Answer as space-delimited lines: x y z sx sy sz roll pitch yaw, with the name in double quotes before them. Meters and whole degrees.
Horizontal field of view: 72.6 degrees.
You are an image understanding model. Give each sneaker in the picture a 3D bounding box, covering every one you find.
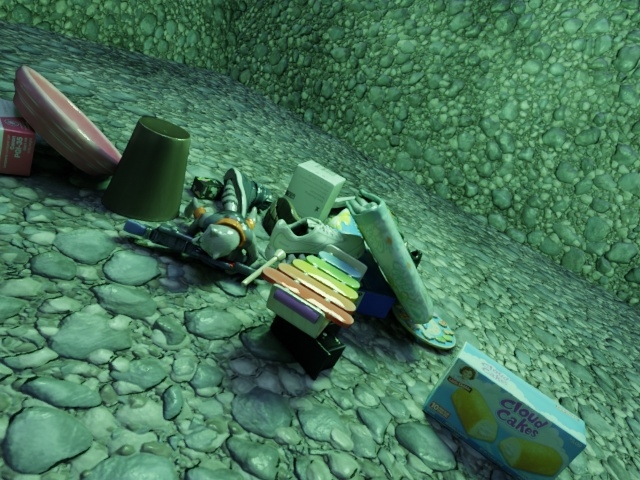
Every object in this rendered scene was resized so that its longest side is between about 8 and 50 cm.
"sneaker" -0.218 -0.112 1.369 0.163 0.086 0.226 31 36 -41
"sneaker" 0.092 -0.035 1.560 0.126 0.091 0.240 47 24 2
"sneaker" 0.000 0.000 1.161 0.292 0.118 0.110 -2 28 -29
"sneaker" 0.253 0.038 1.513 0.234 0.106 0.078 19 22 -16

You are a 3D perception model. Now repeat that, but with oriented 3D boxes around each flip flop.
"flip flop" -0.081 -0.035 1.341 0.277 0.112 0.080 42 1 39

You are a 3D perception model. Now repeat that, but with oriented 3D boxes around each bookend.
"bookend" 0.003 0.201 0.937 0.156 0.072 0.157 -1 35 -48

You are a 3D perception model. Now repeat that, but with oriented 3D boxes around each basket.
"basket" -0.429 -0.184 1.116 0.204 0.227 0.154 0 34 -45

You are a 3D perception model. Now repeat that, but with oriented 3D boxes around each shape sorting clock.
"shape sorting clock" 0.290 0.227 1.226 0.206 0.040 0.206 22 23 -10

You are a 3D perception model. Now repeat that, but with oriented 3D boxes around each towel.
"towel" 0.185 0.023 1.203 0.320 0.090 0.374 59 6 -11

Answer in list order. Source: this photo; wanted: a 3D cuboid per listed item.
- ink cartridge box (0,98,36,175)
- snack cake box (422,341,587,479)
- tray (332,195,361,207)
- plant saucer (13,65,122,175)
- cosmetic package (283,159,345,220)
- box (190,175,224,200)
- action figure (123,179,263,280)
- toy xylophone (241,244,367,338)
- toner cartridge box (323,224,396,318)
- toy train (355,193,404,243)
"ink cartridge box" -0.831 -0.256 0.985 0.283 0.117 0.207 2 33 -45
"snack cake box" 0.366 0.353 0.886 0.264 0.152 0.089 33 24 18
"tray" 0.071 -0.155 1.781 0.145 0.030 0.270 0 9 29
"plant saucer" -0.652 -0.288 1.131 0.332 0.084 0.332 48 -5 5
"cosmetic package" -0.030 -0.165 1.553 0.151 0.184 0.151 29 22 8
"box" -0.355 -0.164 1.379 0.083 0.052 0.062 0 33 -49
"action figure" -0.274 -0.047 1.060 0.341 0.178 0.330 21 13 -21
"toy xylophone" -0.027 0.090 0.941 0.236 0.081 0.323 27 23 4
"toner cartridge box" 0.084 0.079 1.285 0.165 0.075 0.348 17 24 -21
"toy train" 0.224 -0.063 1.681 0.190 0.142 0.334 29 21 -17
